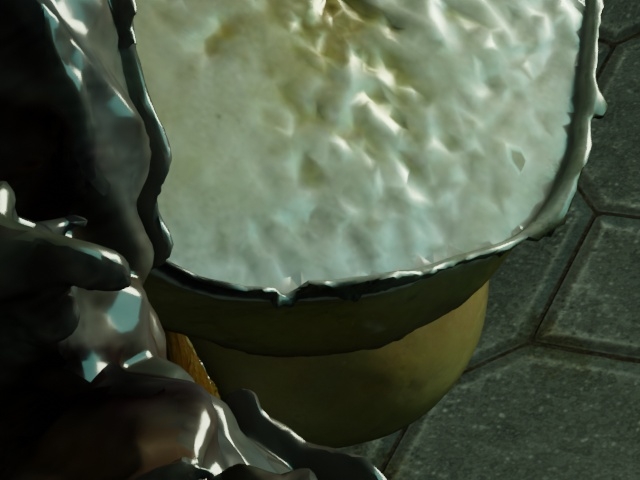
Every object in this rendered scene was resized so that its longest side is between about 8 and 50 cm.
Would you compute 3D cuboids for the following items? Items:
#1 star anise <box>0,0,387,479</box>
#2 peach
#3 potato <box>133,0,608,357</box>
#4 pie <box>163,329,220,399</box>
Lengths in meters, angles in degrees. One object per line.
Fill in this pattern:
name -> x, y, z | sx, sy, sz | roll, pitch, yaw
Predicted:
star anise -> -0.042, 0.040, 0.427 | 0.257, 0.110, 0.198 | 58, -4, 23
peach -> -0.001, -0.001, 1.314 | 0.292, 0.247, 0.292 | -170, -90, -72
potato -> -0.035, -0.067, 0.721 | 0.246, 0.300, 0.196 | 35, -37, -9
pie -> -0.061, 0.088, 0.764 | 0.195, 0.046, 0.195 | -26, 90, -88
